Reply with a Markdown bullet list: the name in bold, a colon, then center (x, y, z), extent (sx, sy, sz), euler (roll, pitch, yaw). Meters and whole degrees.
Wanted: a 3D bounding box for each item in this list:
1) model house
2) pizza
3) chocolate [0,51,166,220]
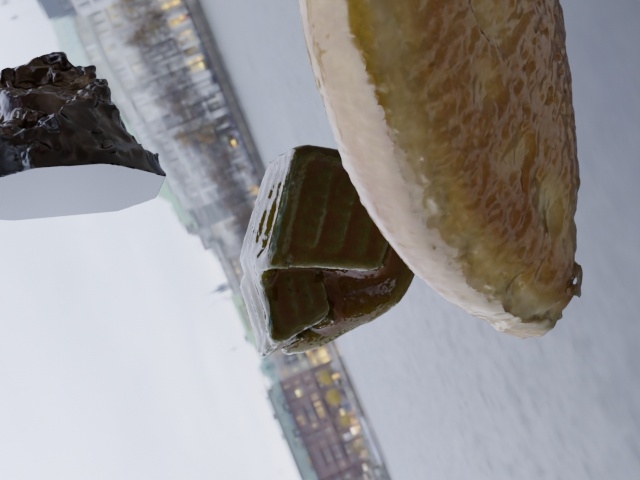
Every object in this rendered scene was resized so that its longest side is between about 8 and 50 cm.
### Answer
- **model house**: center (0.002, 0.011, 1.063), extent (0.239, 0.173, 0.268), euler (9, -84, -73)
- **pizza**: center (0.070, -0.096, 0.507), extent (0.074, 0.182, 0.365), euler (5, 138, 37)
- **chocolate**: center (-0.300, -0.134, 1.095), extent (0.206, 0.224, 0.177), euler (140, 120, -69)
